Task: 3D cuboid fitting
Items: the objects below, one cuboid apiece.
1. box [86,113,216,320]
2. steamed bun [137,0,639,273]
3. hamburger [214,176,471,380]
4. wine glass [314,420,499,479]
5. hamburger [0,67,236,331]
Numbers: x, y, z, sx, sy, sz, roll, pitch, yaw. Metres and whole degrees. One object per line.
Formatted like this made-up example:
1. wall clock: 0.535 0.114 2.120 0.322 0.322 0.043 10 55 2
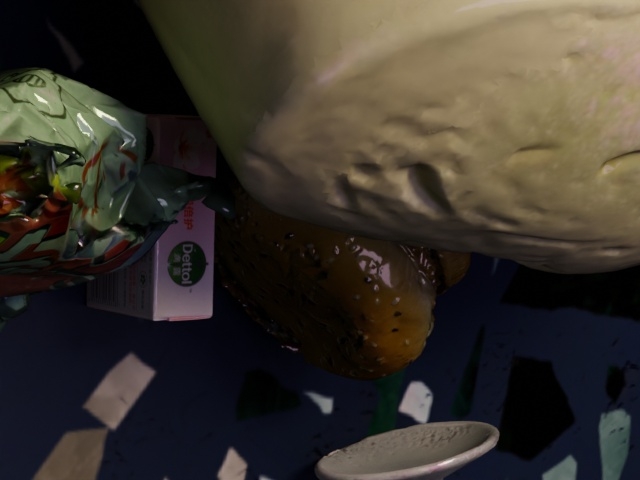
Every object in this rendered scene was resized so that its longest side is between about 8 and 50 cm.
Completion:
1. box: -0.105 -0.016 1.117 0.043 0.089 0.125 -1 96 -36
2. steamed bun: 0.116 -0.182 1.048 0.456 0.290 0.371 -2 54 -39
3. hamburger: 0.000 0.000 1.150 0.113 0.177 0.185 -47 146 -15
4. wine glass: 0.080 0.232 1.230 0.165 0.165 0.196 -16 99 -33
5. hamburger: -0.207 -0.032 0.986 0.276 0.260 0.150 11 59 -67
